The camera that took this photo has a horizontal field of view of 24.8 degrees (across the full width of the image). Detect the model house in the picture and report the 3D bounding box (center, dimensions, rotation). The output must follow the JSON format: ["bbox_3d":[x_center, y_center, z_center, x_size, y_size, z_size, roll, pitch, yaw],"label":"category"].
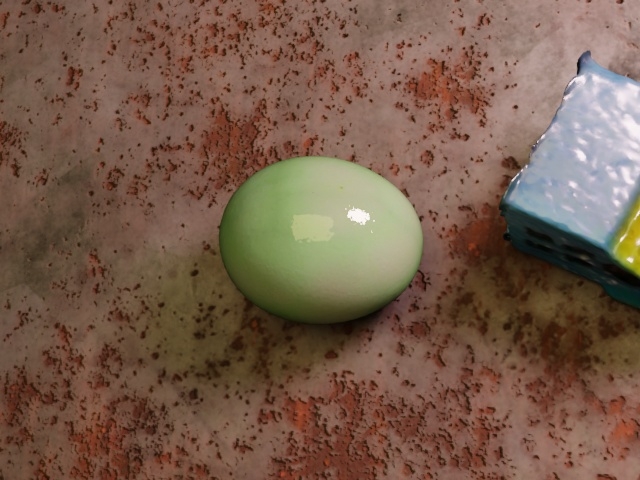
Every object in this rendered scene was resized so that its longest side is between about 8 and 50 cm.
[{"bbox_3d":[0.399,-0.059,1.821,0.303,0.215,0.237,26,79,19],"label":"model house"}]

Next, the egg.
[{"bbox_3d":[0.000,0.000,1.905,0.269,0.220,0.220,5,72,19],"label":"egg"}]
